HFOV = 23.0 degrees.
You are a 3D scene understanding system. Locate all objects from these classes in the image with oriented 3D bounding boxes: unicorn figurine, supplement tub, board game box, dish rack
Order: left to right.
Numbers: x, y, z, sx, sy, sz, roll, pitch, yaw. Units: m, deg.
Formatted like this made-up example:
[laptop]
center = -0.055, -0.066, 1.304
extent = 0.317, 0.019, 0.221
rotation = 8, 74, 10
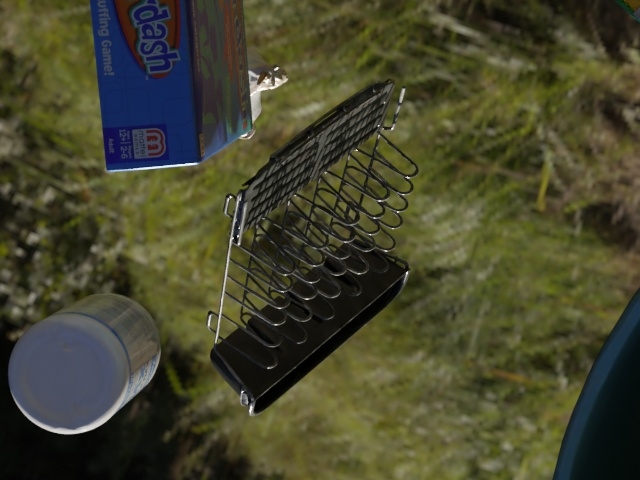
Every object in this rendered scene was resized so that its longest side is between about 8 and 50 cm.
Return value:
[supplement tub]
center = -0.139, 0.071, 0.939
extent = 0.071, 0.071, 0.107
rotation = 17, -172, 5
[board game box]
center = -0.073, -0.124, 0.787
extent = 0.047, 0.160, 0.210
rotation = -4, -171, 4
[unicorn figurine]
center = -0.078, -0.149, 1.450
extent = 0.111, 0.060, 0.162
rotation = 33, 160, 16
[dish rack]
center = 0.000, 0.000, 1.289
extent = 0.074, 0.208, 0.271
rotation = 37, 145, 19

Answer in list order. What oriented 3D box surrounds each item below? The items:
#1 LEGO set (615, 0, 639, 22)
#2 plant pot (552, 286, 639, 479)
[LEGO set]
center = 0.354, -0.280, 1.264
extent = 0.255, 0.331, 0.192
rotation = 50, 133, 13
[plant pot]
center = 0.234, 0.079, 0.454
extent = 0.293, 0.235, 0.293
rotation = 4, 100, 22
